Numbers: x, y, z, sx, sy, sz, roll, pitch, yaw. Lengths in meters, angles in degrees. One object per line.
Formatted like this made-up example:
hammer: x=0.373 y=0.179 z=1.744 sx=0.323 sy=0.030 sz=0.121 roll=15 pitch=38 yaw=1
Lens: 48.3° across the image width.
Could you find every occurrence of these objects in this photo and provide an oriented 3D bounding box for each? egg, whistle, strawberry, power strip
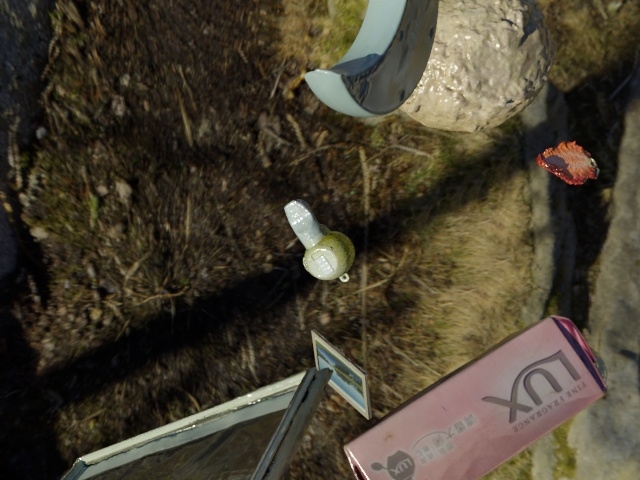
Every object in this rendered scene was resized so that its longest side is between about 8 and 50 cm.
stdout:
egg: x=0.265 y=-0.319 z=1.276 sx=0.310 sy=0.279 sz=0.279 roll=-22 pitch=91 yaw=-3
whistle: x=0.000 y=0.000 z=1.633 sx=0.123 sy=0.123 sz=0.223 roll=-36 pitch=93 yaw=-12
strawberry: x=0.525 y=-0.162 z=1.525 sx=0.152 sy=0.048 sz=0.104 roll=4 pitch=63 yaw=-15
power strip: x=0.073 y=-0.248 z=0.794 sx=0.054 sy=0.167 sz=0.253 roll=14 pitch=77 yaw=32

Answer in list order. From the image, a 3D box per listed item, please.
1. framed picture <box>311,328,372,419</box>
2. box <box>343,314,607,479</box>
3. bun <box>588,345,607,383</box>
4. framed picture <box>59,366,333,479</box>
framed picture: x=0.036 y=0.230 z=1.236 sx=0.011 sy=0.149 sz=0.109 roll=-27 pitch=129 yaw=-27
box: x=0.088 y=0.112 z=0.445 sx=0.156 sy=0.111 sz=0.060 roll=-33 pitch=78 yaw=-6
bun: x=0.324 y=0.175 z=0.904 sx=0.054 sy=0.086 sz=0.086 roll=35 pitch=79 yaw=-24
framed picture: x=-0.141 y=0.198 z=0.529 sx=0.293 sy=0.231 sz=0.018 roll=-25 pitch=103 yaw=24
